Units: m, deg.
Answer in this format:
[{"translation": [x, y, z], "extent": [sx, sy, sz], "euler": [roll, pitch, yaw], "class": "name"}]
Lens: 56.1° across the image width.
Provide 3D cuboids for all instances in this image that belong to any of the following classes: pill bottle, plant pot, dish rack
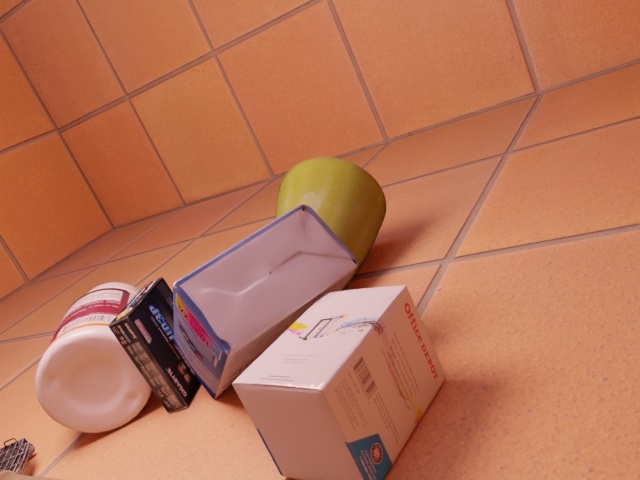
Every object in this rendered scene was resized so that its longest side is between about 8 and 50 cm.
[{"translation": [-0.483, 0.238, 1.353], "extent": [0.224, 0.224, 0.392], "euler": [-26, 17, -6], "class": "pill bottle"}, {"translation": [0.000, 0.000, 1.399], "extent": [0.275, 0.274, 0.293], "euler": [-16, 34, 26], "class": "plant pot"}, {"translation": [-0.682, 0.490, 1.139], "extent": [0.272, 0.074, 0.208], "euler": [-25, 18, -7], "class": "dish rack"}]

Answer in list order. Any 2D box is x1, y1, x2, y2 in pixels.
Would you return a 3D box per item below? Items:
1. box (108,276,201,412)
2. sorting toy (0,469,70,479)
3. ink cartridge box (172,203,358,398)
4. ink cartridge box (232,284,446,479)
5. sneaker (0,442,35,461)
[{"translation": [-0.314, 0.207, 1.216], "extent": [0.051, 0.220, 0.175], "euler": [-23, 16, 17], "class": "box"}, {"translation": [-0.467, 0.450, 0.860], "extent": [0.229, 0.041, 0.307], "euler": [3, 17, 16], "class": "sorting toy"}, {"translation": [-0.121, 0.135, 1.102], "extent": [0.270, 0.151, 0.395], "euler": [-33, -16, -25], "class": "ink cartridge box"}, {"translation": [0.035, 0.198, 0.848], "extent": [0.168, 0.171, 0.233], "euler": [-9, 22, 42], "class": "ink cartridge box"}, {"translation": [-0.651, 0.448, 1.274], "extent": [0.120, 0.047, 0.057], "euler": [-19, 6, 14], "class": "sneaker"}]
